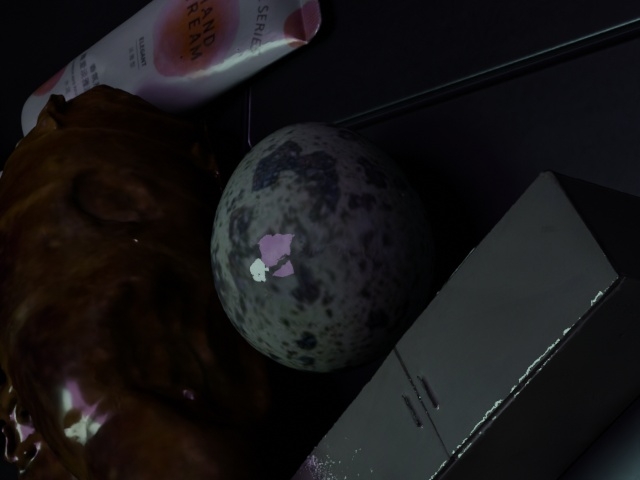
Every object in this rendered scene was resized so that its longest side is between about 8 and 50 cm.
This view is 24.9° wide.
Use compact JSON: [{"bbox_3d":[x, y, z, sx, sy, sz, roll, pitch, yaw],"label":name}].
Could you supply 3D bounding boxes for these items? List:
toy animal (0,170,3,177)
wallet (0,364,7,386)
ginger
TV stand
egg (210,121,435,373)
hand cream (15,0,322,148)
[{"bbox_3d":[-0.307,-0.027,1.296,0.221,0.131,0.103,25,67,25],"label":"toy animal"},{"bbox_3d":[-0.431,0.086,1.331,0.378,0.051,0.197,22,100,24],"label":"wallet"},{"bbox_3d":[-0.140,0.084,0.978,0.254,0.176,0.418,-60,35,41],"label":"ginger"},{"bbox_3d":[0.083,0.091,0.773,0.269,0.088,0.082,-53,45,27],"label":"TV stand"},{"bbox_3d":[0.000,0.000,0.864,0.132,0.132,0.172,-48,33,32],"label":"egg"},{"bbox_3d":[-0.127,-0.134,1.110,0.341,0.078,0.124,-29,58,38],"label":"hand cream"}]
